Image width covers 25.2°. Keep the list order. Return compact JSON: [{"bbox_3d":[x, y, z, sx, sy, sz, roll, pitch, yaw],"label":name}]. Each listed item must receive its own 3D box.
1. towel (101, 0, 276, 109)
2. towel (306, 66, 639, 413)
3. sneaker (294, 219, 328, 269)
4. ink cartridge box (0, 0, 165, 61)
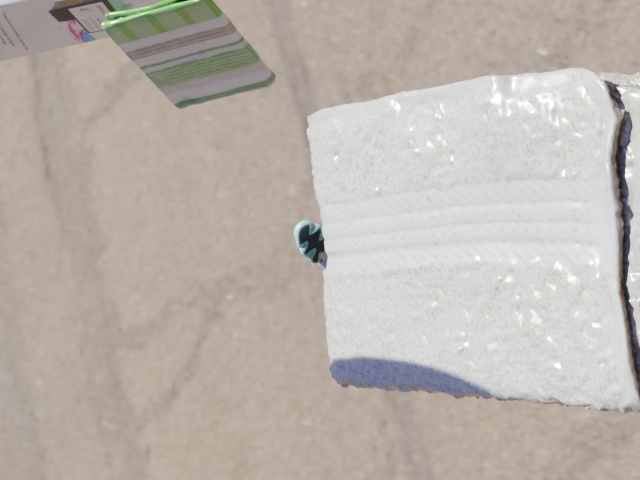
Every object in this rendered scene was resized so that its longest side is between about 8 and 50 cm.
[{"bbox_3d":[-0.121,-0.180,1.341,0.113,0.152,0.023,-12,60,19],"label":"towel"},{"bbox_3d":[0.089,0.002,0.839,0.282,0.049,0.187,-4,90,51],"label":"towel"},{"bbox_3d":[0.000,0.000,1.491,0.038,0.098,0.069,-42,35,7],"label":"sneaker"},{"bbox_3d":[-0.269,-0.321,1.516,0.117,0.278,0.201,71,-173,-69],"label":"ink cartridge box"}]
